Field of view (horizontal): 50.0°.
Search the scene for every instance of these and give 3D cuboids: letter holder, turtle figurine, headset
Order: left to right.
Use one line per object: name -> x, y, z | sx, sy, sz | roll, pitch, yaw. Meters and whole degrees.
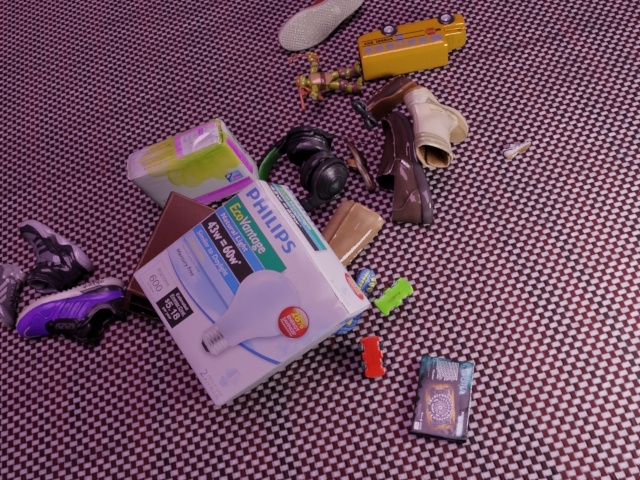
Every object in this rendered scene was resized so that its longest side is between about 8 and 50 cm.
letter holder -> -0.353, 0.062, 1.797 | 0.215, 0.152, 0.301 | 22, 61, -8
headset -> -0.020, -0.234, 1.887 | 0.394, 0.185, 0.243 | -31, 56, 9
turtle figurine -> 0.016, -0.482, 2.114 | 0.218, 0.087, 0.269 | -4, 49, -1

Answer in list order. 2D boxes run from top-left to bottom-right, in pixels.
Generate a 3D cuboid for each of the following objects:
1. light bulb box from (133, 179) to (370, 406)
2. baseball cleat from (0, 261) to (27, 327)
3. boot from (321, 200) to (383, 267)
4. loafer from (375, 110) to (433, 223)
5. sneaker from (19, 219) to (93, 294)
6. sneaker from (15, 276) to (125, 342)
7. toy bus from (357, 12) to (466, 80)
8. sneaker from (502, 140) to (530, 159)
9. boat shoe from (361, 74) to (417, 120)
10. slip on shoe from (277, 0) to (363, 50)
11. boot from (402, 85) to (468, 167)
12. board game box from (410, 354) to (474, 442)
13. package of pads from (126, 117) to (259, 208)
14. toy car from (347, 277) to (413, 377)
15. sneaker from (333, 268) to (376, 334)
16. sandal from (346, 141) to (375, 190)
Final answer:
light bulb box -> -0.147, 0.112, 1.541 | 0.361, 0.225, 0.357 | -37, 81, 12
baseball cleat -> -0.851, 0.139, 1.881 | 0.110, 0.072, 0.205 | -26, 61, -15
boot -> 0.000, 0.000, 1.819 | 0.236, 0.089, 0.269 | 30, 67, 13
loafer -> 0.210, -0.203, 1.876 | 0.130, 0.133, 0.365 | -12, 57, 2
sneaker -> -0.772, 0.050, 1.902 | 0.269, 0.101, 0.153 | 28, 64, 21
sneaker -> -0.643, 0.209, 1.782 | 0.294, 0.102, 0.146 | -22, 58, -5
toy bus -> 0.285, -0.599, 2.127 | 0.333, 0.108, 0.130 | -10, 58, 3
sneaker -> 0.546, -0.260, 1.916 | 0.083, 0.032, 0.037 | -29, 58, -10
boat shoe -> 0.193, -0.427, 2.061 | 0.207, 0.073, 0.073 | -35, 57, -21
slip on shoe -> -0.004, -0.739, 2.277 | 0.331, 0.123, 0.101 | -39, 28, -9
boot -> 0.326, -0.276, 1.852 | 0.095, 0.262, 0.203 | -26, 55, 31
board game box -> 0.282, 0.361, 1.575 | 0.126, 0.026, 0.186 | 7, 59, 13
package of pads -> -0.348, -0.194, 1.879 | 0.297, 0.229, 0.101 | -20, 57, 12
toy car -> 0.128, 0.178, 1.652 | 0.225, 0.053, 0.239 | -41, 88, -6
sneaker -> 0.073, 0.154, 1.723 | 0.067, 0.078, 0.188 | 34, 79, -18
sandal -> 0.105, -0.209, 1.946 | 0.049, 0.072, 0.180 | -30, 60, 16
